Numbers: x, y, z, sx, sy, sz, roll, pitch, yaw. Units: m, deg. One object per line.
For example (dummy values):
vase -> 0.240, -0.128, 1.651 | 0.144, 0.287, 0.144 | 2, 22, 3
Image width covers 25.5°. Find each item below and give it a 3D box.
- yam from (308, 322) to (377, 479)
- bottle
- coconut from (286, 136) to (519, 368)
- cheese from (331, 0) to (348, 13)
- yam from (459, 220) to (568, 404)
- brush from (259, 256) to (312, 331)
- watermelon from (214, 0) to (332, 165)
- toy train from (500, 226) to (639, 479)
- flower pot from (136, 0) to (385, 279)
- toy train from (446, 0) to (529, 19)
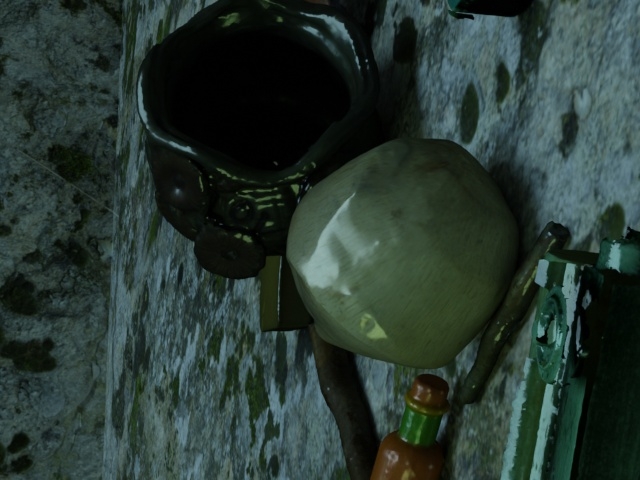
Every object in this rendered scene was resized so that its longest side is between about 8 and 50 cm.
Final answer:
yam -> 0.032, 0.205, 1.621 | 0.327, 0.045, 0.045 | -106, 4, -50
bottle -> 0.087, 0.220, 1.388 | 0.069, 0.069, 0.187 | -122, 42, -64
coconut -> 0.070, 0.014, 1.302 | 0.224, 0.224, 0.224 | -174, 90, -73
cheese -> 0.005, -0.282, 1.875 | 0.191, 0.042, 0.105 | -109, 30, -54
yam -> 0.166, 0.072, 1.251 | 0.029, 0.027, 0.234 | 51, 140, 30
brush -> -0.041, 0.025, 1.898 | 0.123, 0.059, 0.197 | 157, 118, -75
watermelon -> -0.113, -0.193, 1.836 | 0.319, 0.222, 0.292 | 14, 121, 67
toy train -> 0.179, 0.136, 1.009 | 0.189, 0.126, 0.307 | -147, 64, -72
flower pot -> -0.063, -0.116, 1.613 | 0.213, 0.302, 0.301 | 84, -178, -60
toy train -> 0.055, -0.305, 1.290 | 0.120, 0.298, 0.194 | 117, 146, -47
